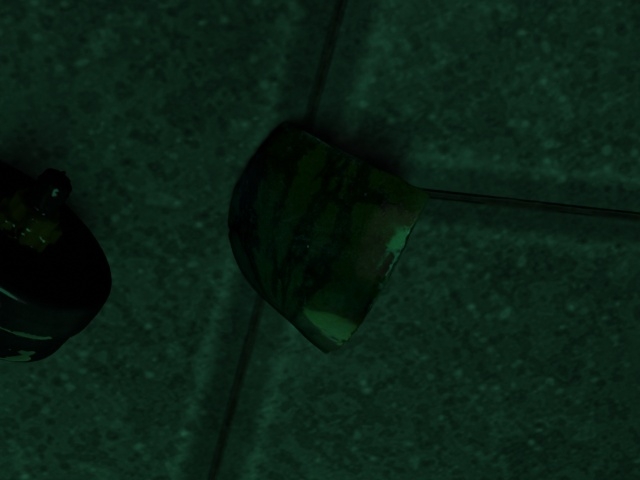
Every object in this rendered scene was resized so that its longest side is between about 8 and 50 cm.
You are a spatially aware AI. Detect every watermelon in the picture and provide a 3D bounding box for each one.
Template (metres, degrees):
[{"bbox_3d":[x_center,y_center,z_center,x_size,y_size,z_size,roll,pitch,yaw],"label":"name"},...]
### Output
[{"bbox_3d":[-0.016,0.002,1.418,0.146,0.128,0.231,26,121,-7],"label":"watermelon"}]

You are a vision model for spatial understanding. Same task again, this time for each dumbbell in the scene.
[{"bbox_3d":[-0.323,0.085,1.358,0.185,0.185,0.388,29,116,-28],"label":"dumbbell"}]
